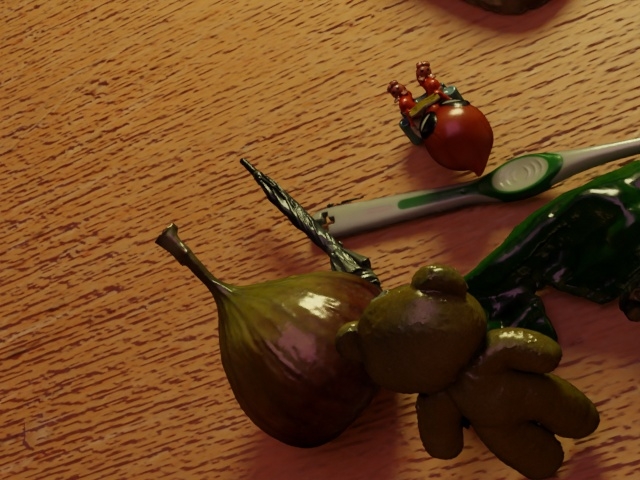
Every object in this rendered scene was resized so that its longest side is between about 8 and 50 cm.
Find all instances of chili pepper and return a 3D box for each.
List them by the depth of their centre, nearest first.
[{"bbox_3d":[0.210,0.013,0.858,0.253,0.083,0.099,-38,63,10],"label":"chili pepper"}]

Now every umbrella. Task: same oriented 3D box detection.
[{"bbox_3d":[-0.001,0.005,0.987,0.044,0.044,0.269,-20,49,-39],"label":"umbrella"}]

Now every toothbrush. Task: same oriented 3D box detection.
[{"bbox_3d":[0.174,-0.056,0.933,0.418,0.040,0.042,-12,67,22],"label":"toothbrush"}]

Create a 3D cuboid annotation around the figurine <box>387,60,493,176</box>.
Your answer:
[{"bbox_3d":[0.117,-0.107,0.962,0.068,0.075,0.140,-35,37,7],"label":"figurine"}]

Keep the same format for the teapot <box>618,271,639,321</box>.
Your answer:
[{"bbox_3d":[0.298,0.066,0.715,0.183,0.173,0.269,15,103,-6],"label":"teapot"}]

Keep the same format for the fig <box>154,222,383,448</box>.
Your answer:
[{"bbox_3d":[-0.041,0.078,0.905,0.231,0.143,0.160,31,87,24],"label":"fig"}]

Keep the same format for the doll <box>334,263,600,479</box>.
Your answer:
[{"bbox_3d":[0.121,0.104,0.807,0.137,0.209,0.097,-43,15,25],"label":"doll"}]

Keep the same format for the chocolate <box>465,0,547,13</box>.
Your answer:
[{"bbox_3d":[0.160,-0.343,1.064,0.254,0.080,0.157,34,84,36],"label":"chocolate"}]
